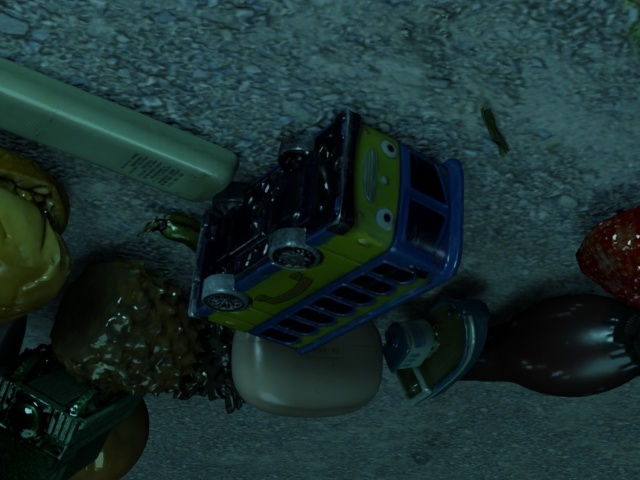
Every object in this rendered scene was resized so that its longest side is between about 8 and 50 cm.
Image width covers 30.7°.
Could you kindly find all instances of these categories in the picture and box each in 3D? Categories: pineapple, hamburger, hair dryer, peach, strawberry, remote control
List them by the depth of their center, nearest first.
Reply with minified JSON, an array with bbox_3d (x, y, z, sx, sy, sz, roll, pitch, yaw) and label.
[{"bbox_3d":[-0.225,-0.107,1.140,0.309,0.038,0.090,21,149,-26],"label":"remote control"},{"bbox_3d":[0.341,0.021,1.211,0.148,0.131,0.131,-17,146,20],"label":"strawberry"},{"bbox_3d":[-0.421,-0.010,1.228,0.318,0.158,0.319,4,150,2],"label":"hamburger"},{"bbox_3d":[-0.175,0.144,1.476,0.169,0.169,0.340,-17,146,34],"label":"pineapple"},{"bbox_3d":[0.357,0.153,1.508,0.340,0.123,0.312,11,164,-35],"label":"hair dryer"},{"bbox_3d":[-0.344,0.282,1.743,0.184,0.184,0.184,3,152,2],"label":"peach"}]

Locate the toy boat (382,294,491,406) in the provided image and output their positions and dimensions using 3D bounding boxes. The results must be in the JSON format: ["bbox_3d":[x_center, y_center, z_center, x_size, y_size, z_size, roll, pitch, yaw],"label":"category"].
[{"bbox_3d":[0.135,0.135,1.448,0.102,0.088,0.215,-7,150,-31],"label":"toy boat"}]

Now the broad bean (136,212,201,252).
[{"bbox_3d":[-0.120,0.023,1.367,0.069,0.039,0.227,-20,143,27],"label":"broad bean"}]

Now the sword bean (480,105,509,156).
[{"bbox_3d":[0.166,-0.105,1.117,0.012,0.012,0.083,-7,150,21],"label":"sword bean"}]

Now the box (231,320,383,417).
[{"bbox_3d":[-0.015,0.149,1.465,0.200,0.146,0.088,4,171,-25],"label":"box"}]

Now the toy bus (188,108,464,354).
[{"bbox_3d":[0.000,0.000,1.202,0.175,0.138,0.287,22,147,-28],"label":"toy bus"}]

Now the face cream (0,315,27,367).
[{"bbox_3d":[-0.488,0.142,1.439,0.187,0.201,0.201,21,150,-3],"label":"face cream"}]

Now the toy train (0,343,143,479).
[{"bbox_3d":[-0.340,0.232,1.511,0.138,0.178,0.330,28,-174,6],"label":"toy train"}]
